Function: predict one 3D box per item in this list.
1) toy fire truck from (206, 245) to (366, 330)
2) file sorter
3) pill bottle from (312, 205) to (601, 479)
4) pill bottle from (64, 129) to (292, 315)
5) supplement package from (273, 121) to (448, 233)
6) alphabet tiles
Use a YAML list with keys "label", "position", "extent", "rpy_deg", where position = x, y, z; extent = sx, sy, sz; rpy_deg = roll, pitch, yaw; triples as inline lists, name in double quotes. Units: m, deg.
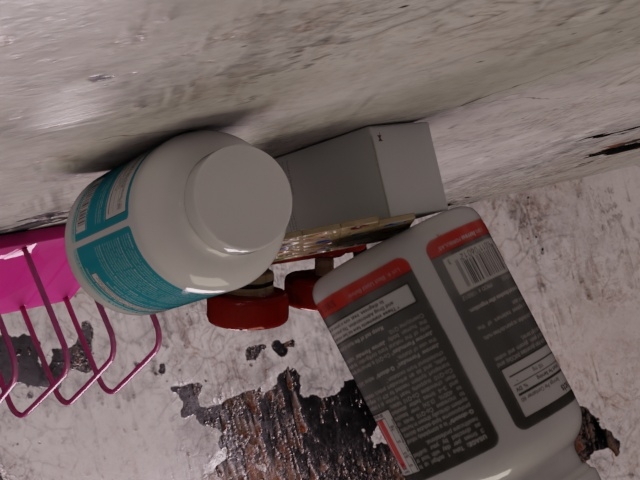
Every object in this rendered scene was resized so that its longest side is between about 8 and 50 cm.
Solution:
- label: "toy fire truck"
  position: [-0.096, -0.003, 2.007]
  extent: [0.302, 0.169, 0.254]
  rpy_deg: [-10, -166, -41]
- label: "file sorter"
  position: [-0.375, 0.115, 2.011]
  extent: [0.290, 0.182, 0.202]
  rpy_deg: [-11, 157, -38]
- label: "pill bottle"
  position: [0.158, 0.164, 1.775]
  extent: [0.210, 0.363, 0.210]
  rpy_deg: [-27, 175, -2]
- label: "pill bottle"
  position: [-0.124, -0.016, 1.460]
  extent: [0.146, 0.146, 0.264]
  rpy_deg: [-12, 178, -29]
- label: "supplement package"
  position: [0.034, -0.060, 1.795]
  extent: [0.179, 0.105, 0.105]
  rpy_deg: [-16, 174, 43]
- label: "alphabet tiles"
  position: [0.000, 0.000, 1.732]
  extent: [0.198, 0.009, 0.237]
  rpy_deg: [-11, 174, -1]
